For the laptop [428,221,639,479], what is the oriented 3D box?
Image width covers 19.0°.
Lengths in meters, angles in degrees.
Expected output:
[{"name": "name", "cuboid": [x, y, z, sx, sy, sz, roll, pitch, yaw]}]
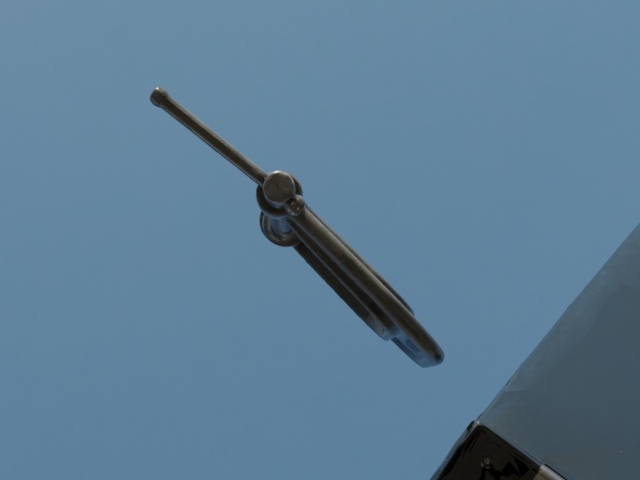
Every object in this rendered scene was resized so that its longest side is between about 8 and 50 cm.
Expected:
[{"name": "laptop", "cuboid": [0.180, 0.230, 0.713, 0.382, 0.236, 0.408, 36, -94, 10]}]

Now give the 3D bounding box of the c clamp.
[{"name": "c clamp", "cuboid": [0.000, 0.000, 0.746, 0.137, 0.161, 0.022, 42, -94, 9]}]
